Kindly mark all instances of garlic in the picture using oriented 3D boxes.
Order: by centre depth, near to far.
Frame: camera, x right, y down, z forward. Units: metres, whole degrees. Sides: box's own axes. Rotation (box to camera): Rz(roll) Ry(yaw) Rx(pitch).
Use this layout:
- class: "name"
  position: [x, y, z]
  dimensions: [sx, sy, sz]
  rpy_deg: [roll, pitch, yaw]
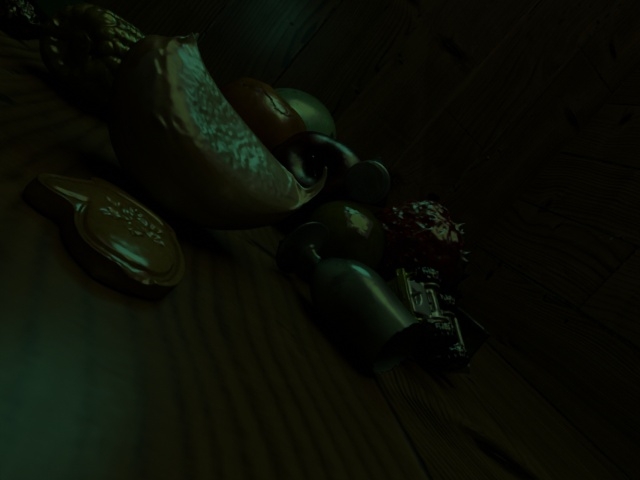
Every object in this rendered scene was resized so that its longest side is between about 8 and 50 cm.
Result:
- class: "garlic"
  position: [-0.114, -0.093, 0.481]
  dimensions: [0.245, 0.164, 0.145]
  rpy_deg: [43, -13, -30]

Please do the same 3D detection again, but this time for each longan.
- class: "longan"
  position: [0.019, 0.005, 0.732]
  dimensions: [0.176, 0.144, 0.154]
  rpy_deg: [3, -18, 6]

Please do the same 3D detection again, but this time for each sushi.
- class: "sushi"
  position: [-0.444, -0.331, 0.638]
  dimensions: [0.120, 0.055, 0.052]
  rpy_deg: [42, 0, -3]

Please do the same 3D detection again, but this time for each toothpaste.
- class: "toothpaste"
  position: [0.104, -0.109, 0.855]
  dimensions: [0.299, 0.073, 0.113]
  rpy_deg: [-27, 110, -75]

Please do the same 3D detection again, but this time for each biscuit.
- class: "biscuit"
  position: [-0.151, -0.012, 0.331]
  dimensions: [0.118, 0.023, 0.140]
  rpy_deg: [36, 9, -38]

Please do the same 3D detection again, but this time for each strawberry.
- class: "strawberry"
  position: [0.165, 0.032, 0.945]
  dimensions: [0.277, 0.257, 0.257]
  rpy_deg: [5, 2, 8]

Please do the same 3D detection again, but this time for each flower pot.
- class: "flower pot"
  position: [0.382, 0.243, 1.316]
  dimensions: [0.229, 0.108, 0.103]
  rpy_deg: [39, 8, -10]

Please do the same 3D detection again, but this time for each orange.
- class: "orange"
  position: [-0.175, -0.303, 1.227]
  dimensions: [0.284, 0.226, 0.284]
  rpy_deg: [37, 11, -9]

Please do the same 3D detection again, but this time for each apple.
- class: "apple"
  position: [-0.020, -0.117, 0.964]
  dimensions: [0.234, 0.234, 0.234]
  rpy_deg: [40, 7, -6]

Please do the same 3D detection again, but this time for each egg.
- class: "egg"
  position: [-0.126, -0.416, 1.762]
  dimensions: [0.345, 0.344, 0.428]
  rpy_deg: [44, 21, 28]

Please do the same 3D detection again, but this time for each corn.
- class: "corn"
  position: [-0.274, -0.242, 0.708]
  dimensions: [0.131, 0.131, 0.344]
  rpy_deg: [41, 6, 4]

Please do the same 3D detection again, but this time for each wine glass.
- class: "wine glass"
  position: [0.032, 0.067, 0.562]
  dimensions: [0.202, 0.093, 0.093]
  rpy_deg: [46, 8, 38]

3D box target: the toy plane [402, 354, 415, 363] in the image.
- class: "toy plane"
  position: [0.110, 0.160, 0.675]
  dimensions: [0.084, 0.024, 0.078]
  rpy_deg: [47, -10, -16]

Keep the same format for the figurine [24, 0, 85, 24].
- class: "figurine"
  position: [-0.555, -0.499, 0.862]
  dimensions: [0.234, 0.127, 0.185]
  rpy_deg: [32, -1, 17]

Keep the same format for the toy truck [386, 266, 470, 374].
- class: "toy truck"
  position: [0.184, 0.148, 0.774]
  dimensions: [0.286, 0.111, 0.136]
  rpy_deg: [48, 30, -48]
